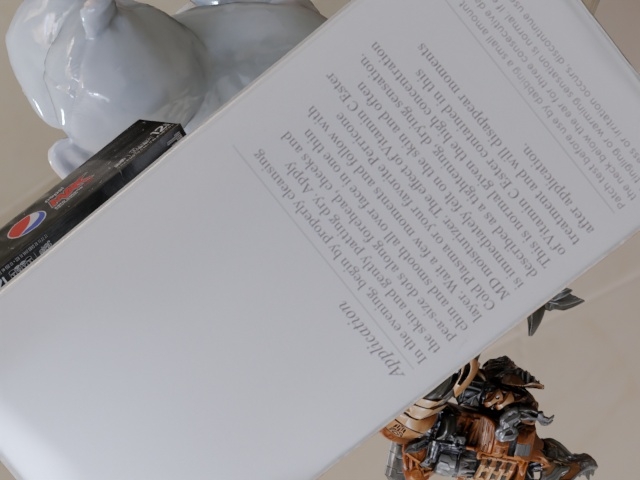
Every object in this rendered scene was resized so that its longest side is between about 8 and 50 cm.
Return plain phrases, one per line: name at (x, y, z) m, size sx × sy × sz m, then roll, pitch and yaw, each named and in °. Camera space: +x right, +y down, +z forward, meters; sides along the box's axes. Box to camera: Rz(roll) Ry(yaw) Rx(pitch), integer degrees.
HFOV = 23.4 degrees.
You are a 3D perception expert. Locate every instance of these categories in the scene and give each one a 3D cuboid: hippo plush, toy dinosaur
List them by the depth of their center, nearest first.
hippo plush at (-0.109, -0.101, 1.178) m, size 0.236 × 0.234 × 0.294 m, roll -13°, pitch -144°, yaw -33°
toy dinosaur at (0.102, 0.106, 1.285) m, size 0.322 × 0.218 × 0.164 m, roll 33°, pitch 180°, yaw -30°

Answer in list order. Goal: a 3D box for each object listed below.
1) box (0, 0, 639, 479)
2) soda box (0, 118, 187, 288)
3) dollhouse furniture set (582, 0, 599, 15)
box at (0.000, 0.000, 0.810) m, size 0.168 × 0.345 × 0.215 m, roll 51°, pitch -172°, yaw -3°
soda box at (-0.151, -0.008, 0.993) m, size 0.169 × 0.060 × 0.053 m, roll -41°, pitch -63°, yaw -23°
dollhouse furniture set at (0.095, -0.191, 1.197) m, size 0.182 × 0.101 × 0.161 m, roll 35°, pitch -147°, yaw 27°
